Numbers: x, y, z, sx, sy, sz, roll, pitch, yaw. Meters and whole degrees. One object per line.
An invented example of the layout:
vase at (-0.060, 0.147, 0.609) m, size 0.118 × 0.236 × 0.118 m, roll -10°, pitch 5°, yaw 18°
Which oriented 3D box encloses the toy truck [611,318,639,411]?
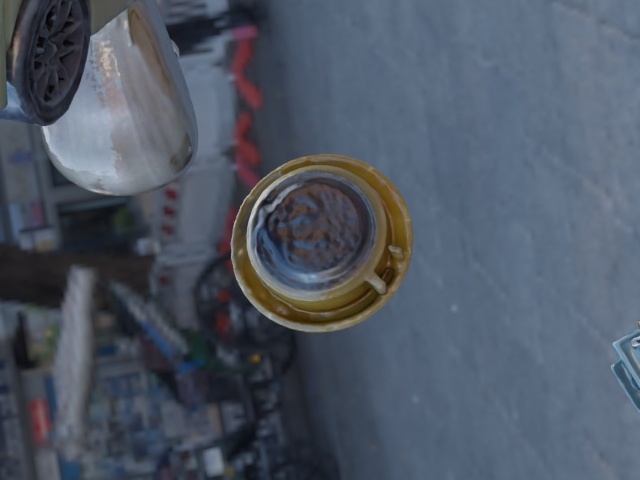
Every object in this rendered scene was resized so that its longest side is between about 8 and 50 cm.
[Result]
toy truck at (0.379, 0.011, 1.224) m, size 0.133 × 0.338 × 0.184 m, roll 53°, pitch 156°, yaw -2°

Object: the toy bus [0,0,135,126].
toy bus at (-0.121, -0.170, 0.592) m, size 0.305 × 0.143 × 0.179 m, roll -54°, pitch -28°, yaw -57°

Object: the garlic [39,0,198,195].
garlic at (-0.135, -0.100, 1.160) m, size 0.148 × 0.128 × 0.266 m, roll -55°, pitch -3°, yaw -6°

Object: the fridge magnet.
fridge magnet at (0.000, 0.000, 1.231) m, size 0.063 × 0.143 × 0.143 m, roll 61°, pitch -164°, yaw -71°
